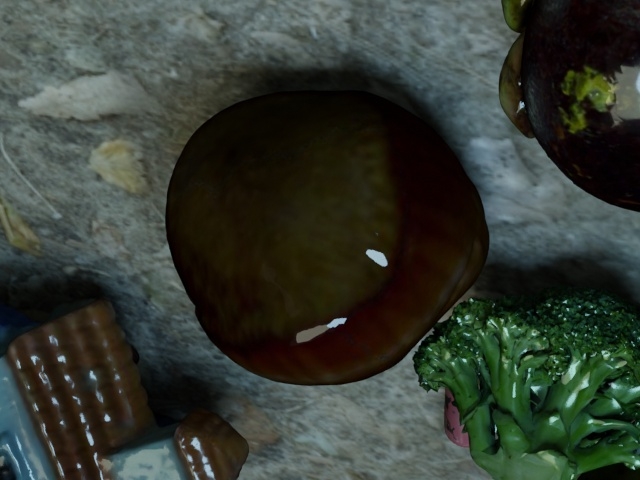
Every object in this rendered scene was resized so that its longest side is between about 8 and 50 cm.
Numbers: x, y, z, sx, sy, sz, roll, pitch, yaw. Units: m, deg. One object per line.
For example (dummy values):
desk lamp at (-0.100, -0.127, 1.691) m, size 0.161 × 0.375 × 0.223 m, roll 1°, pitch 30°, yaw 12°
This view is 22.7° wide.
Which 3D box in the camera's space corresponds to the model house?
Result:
model house at (-0.216, 0.168, 1.401) m, size 0.329 × 0.252 × 0.295 m, roll -21°, pitch 94°, yaw 15°

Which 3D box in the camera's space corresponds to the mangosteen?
mangosteen at (0.191, -0.123, 0.933) m, size 0.217 × 0.192 × 0.192 m, roll 47°, pitch 153°, yaw 45°

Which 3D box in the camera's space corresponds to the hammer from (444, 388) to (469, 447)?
hammer at (0.119, 0.130, 1.276) m, size 0.043 × 0.043 × 0.083 m, roll 15°, pitch 133°, yaw 18°

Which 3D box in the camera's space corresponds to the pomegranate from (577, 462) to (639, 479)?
pomegranate at (0.247, 0.243, 1.241) m, size 0.148 × 0.148 × 0.169 m, roll 19°, pitch 141°, yaw 14°

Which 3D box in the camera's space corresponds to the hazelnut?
hazelnut at (0.000, 0.000, 1.128) m, size 0.229 × 0.229 × 0.229 m, roll 15°, pitch 134°, yaw 17°

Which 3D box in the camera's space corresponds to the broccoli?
broccoli at (0.168, 0.105, 1.145) m, size 0.195 × 0.156 × 0.195 m, roll 22°, pitch 139°, yaw 21°
